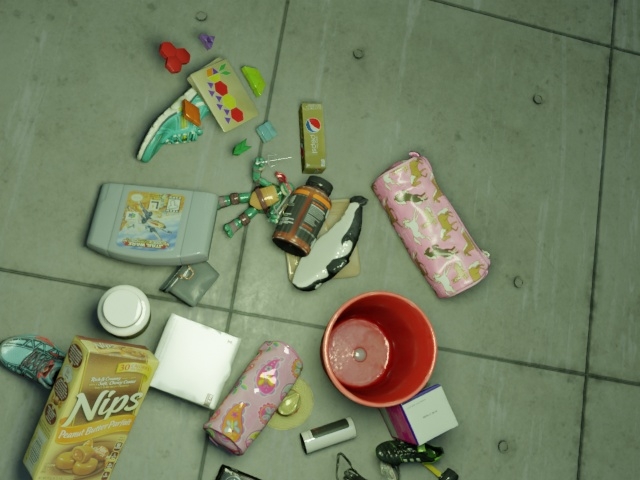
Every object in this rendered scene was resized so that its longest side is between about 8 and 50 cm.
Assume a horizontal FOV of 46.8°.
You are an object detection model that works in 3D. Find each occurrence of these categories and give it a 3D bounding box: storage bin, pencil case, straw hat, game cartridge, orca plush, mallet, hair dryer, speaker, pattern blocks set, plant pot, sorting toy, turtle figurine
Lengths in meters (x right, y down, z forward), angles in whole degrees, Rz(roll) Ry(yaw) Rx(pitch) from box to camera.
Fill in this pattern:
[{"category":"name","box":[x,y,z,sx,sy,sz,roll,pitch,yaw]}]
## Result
[{"category":"storage bin","box":[-0.318,0.097,1.834,0.091,0.098,0.135,41,74,-13]},{"category":"pencil case","box":[-0.156,0.370,1.774,0.124,0.124,0.284,37,61,-3]},{"category":"straw hat","box":[-0.080,0.404,1.838,0.144,0.061,0.145,2,79,-11]},{"category":"game cartridge","box":[-0.409,-0.036,1.806,0.297,0.062,0.198,5,59,1]},{"category":"orca plush","box":[0.038,0.020,1.908,0.151,0.102,0.287,11,67,34]},{"category":"mallet","box":[0.262,0.576,1.891,0.189,0.039,0.062,33,72,-3]},{"category":"hair dryer","box":[0.132,0.651,1.798,0.223,0.080,0.294,-2,67,-38]},{"category":"pencil case","box":[0.289,-0.041,1.951,0.167,0.160,0.386,-31,86,-24]},{"category":"speaker","box":[0.018,0.486,1.847,0.136,0.055,0.055,-15,83,-14]},{"category":"pattern blocks set","box":[-0.252,-0.377,1.909,0.285,0.026,0.325,-26,92,-42]},{"category":"plant pot","box":[0.117,0.271,1.810,0.274,0.243,0.275,2,78,-11]},{"category":"sorting toy","box":[0.000,0.000,1.947,0.193,0.038,0.208,-5,85,-13]},{"category":"turtle figurine","box":[-0.150,-0.108,1.892,0.234,0.118,0.175,-26,71,0]}]

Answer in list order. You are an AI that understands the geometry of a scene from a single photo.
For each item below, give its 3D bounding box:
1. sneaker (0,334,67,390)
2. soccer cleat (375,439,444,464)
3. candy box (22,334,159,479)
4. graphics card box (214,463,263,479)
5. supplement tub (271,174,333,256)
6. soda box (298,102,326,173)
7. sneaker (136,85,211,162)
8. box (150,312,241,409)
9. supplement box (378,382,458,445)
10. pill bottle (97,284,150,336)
[{"category":"sneaker","box":[-0.622,0.289,1.710,0.261,0.125,0.104,25,75,-7]},{"category":"soccer cleat","box":[0.221,0.519,1.828,0.178,0.072,0.060,10,56,-23]},{"category":"candy box","box":[-0.509,0.379,1.646,0.183,0.087,0.317,19,99,-44]},{"category":"graphics card box","box":[-0.110,0.711,1.758,0.370,0.094,0.233,25,75,-6]},{"category":"supplement tub","box":[-0.037,-0.065,1.867,0.106,0.106,0.198,28,72,-6]},{"category":"soda box","box":[-0.022,-0.273,1.977,0.058,0.061,0.181,-1,80,-12]},{"category":"sneaker","box":[-0.358,-0.293,1.893,0.110,0.107,0.275,46,74,-10]},{"category":"box","box":[-0.308,0.291,1.781,0.181,0.119,0.181,22,75,-7]},{"category":"supplement box","box":[0.231,0.420,1.818,0.111,0.220,0.114,-23,87,-14]},{"category":"pill bottle","box":[-0.455,0.167,1.722,0.117,0.215,0.117,2,79,-12]}]
